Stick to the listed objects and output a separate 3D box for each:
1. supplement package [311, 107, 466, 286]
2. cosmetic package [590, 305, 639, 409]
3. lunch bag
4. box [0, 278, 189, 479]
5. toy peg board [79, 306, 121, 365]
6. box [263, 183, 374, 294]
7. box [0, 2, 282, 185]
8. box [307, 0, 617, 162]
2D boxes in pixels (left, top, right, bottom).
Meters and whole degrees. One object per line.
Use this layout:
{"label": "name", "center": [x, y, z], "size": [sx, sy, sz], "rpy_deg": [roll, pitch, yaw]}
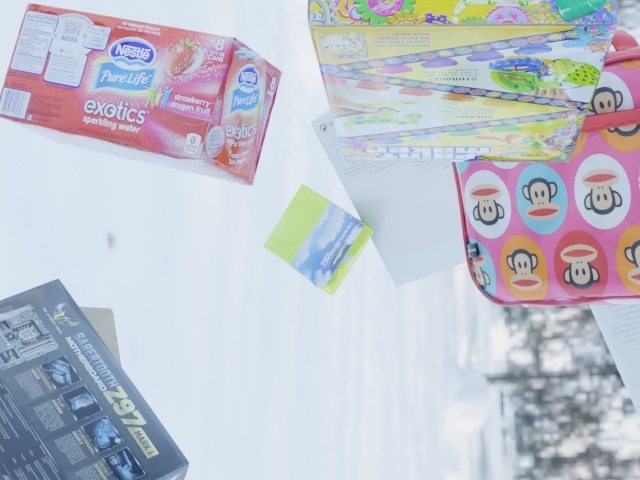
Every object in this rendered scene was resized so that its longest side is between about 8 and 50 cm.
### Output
{"label": "supplement package", "center": [0.158, -0.114, 1.893], "size": [0.263, 0.199, 0.198], "rpy_deg": [62, 29, -10]}
{"label": "cosmetic package", "center": [0.391, 0.058, 1.426], "size": [0.151, 0.151, 0.184], "rpy_deg": [-24, 92, -39]}
{"label": "lunch bag", "center": [0.250, -0.073, 1.236], "size": [0.120, 0.293, 0.258], "rpy_deg": [-11, 94, -38]}
{"label": "box", "center": [-0.254, 0.159, 1.202], "size": [0.233, 0.183, 0.059], "rpy_deg": [50, -38, 23]}
{"label": "toy peg board", "center": [-0.339, 0.175, 1.834], "size": [0.161, 0.079, 0.161], "rpy_deg": [14, 64, -72]}
{"label": "box", "center": [0.000, 0.000, 1.883], "size": [0.042, 0.178, 0.109], "rpy_deg": [31, 93, -36]}
{"label": "box", "center": [-0.185, -0.150, 1.390], "size": [0.122, 0.256, 0.128], "rpy_deg": [24, 80, -65]}
{"label": "box", "center": [0.093, -0.227, 0.913], "size": [0.279, 0.177, 0.290], "rpy_deg": [70, 21, -77]}
